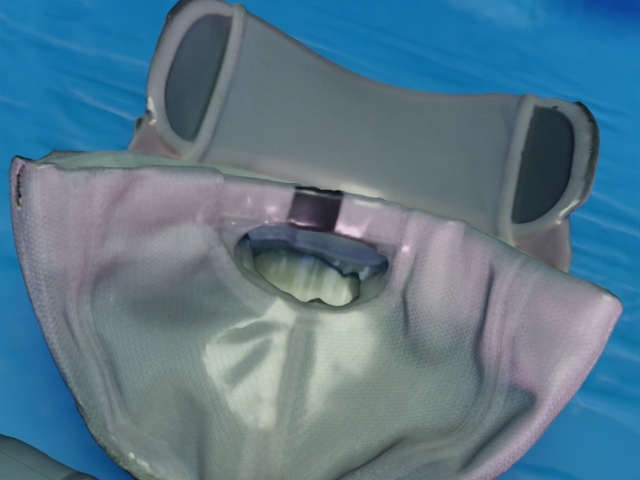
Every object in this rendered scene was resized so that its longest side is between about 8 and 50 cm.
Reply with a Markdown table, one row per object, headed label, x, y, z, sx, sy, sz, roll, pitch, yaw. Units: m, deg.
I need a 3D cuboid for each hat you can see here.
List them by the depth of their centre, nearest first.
| label | x | y | z | sx | sy | sz | roll | pitch | yaw |
| --- | --- | --- | --- | --- | --- | --- | --- | --- | --- |
| hat | 0.000 | 0.000 | 0.435 | 0.219 | 0.164 | 0.226 | 17 | 21 | 1 |

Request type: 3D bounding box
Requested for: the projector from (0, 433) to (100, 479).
| label | x | y | z | sx | sy | sz | roll | pitch | yaw |
| --- | --- | --- | --- | --- | --- | --- | --- | --- | --- |
| projector | 0.015 | 0.182 | 0.317 | 0.337 | 0.108 | 0.108 | 27 | 61 | 6 |
